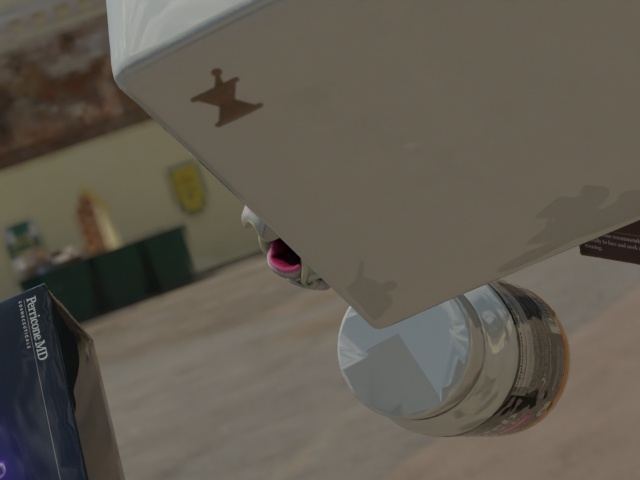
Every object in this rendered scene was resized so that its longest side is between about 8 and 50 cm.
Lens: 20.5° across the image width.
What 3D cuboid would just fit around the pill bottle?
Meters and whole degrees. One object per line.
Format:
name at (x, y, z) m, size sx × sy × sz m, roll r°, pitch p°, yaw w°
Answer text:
pill bottle at (0.130, 0.108, 1.703) m, size 0.162 × 0.162 × 0.278 m, roll -18°, pitch -13°, yaw 22°

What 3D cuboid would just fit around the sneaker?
sneaker at (0.000, 0.000, 1.745) m, size 0.111 × 0.252 × 0.103 m, roll -51°, pitch 43°, yaw -7°

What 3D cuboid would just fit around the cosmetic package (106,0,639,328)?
cosmetic package at (0.071, -0.224, 1.155) m, size 0.329 × 0.393 × 0.327 m, roll -24°, pitch -39°, yaw 18°

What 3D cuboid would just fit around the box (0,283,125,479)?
box at (-0.239, 0.187, 1.282) m, size 0.184 × 0.261 × 0.103 m, roll -21°, pitch -35°, yaw 3°

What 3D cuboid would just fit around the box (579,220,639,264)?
box at (0.390, -0.089, 1.965) m, size 0.167 × 0.203 × 0.168 m, roll -23°, pitch 24°, yaw -37°
